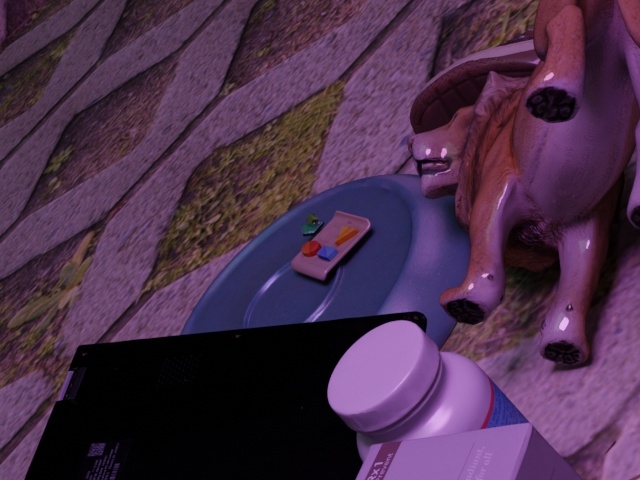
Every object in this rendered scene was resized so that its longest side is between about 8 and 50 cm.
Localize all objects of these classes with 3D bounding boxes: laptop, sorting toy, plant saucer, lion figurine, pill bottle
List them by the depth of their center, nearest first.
[{"bbox_3d":[0.077,0.121,0.865,0.087,0.160,0.087,-32,29,20],"label":"pill bottle"},{"bbox_3d":[0.161,-0.084,0.952,0.392,0.142,0.240,119,169,-57],"label":"lion figurine"},{"bbox_3d":[-0.118,0.276,0.990,0.408,0.236,0.382,-8,40,19],"label":"laptop"},{"bbox_3d":[-0.013,0.056,1.215,0.317,0.044,0.318,-32,29,20],"label":"plant saucer"},{"bbox_3d":[0.000,0.000,1.216,0.062,0.012,0.083,-50,28,-13],"label":"sorting toy"}]

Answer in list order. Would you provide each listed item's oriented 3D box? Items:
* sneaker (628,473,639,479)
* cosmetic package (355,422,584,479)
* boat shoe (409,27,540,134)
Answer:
[{"bbox_3d":[0.222,0.134,0.769,0.192,0.064,0.086,-38,35,9],"label":"sneaker"},{"bbox_3d":[0.100,0.197,0.636,0.107,0.238,0.127,-14,39,44],"label":"cosmetic package"},{"bbox_3d":[0.193,-0.131,1.173,0.257,0.095,0.095,-14,24,34],"label":"boat shoe"}]
